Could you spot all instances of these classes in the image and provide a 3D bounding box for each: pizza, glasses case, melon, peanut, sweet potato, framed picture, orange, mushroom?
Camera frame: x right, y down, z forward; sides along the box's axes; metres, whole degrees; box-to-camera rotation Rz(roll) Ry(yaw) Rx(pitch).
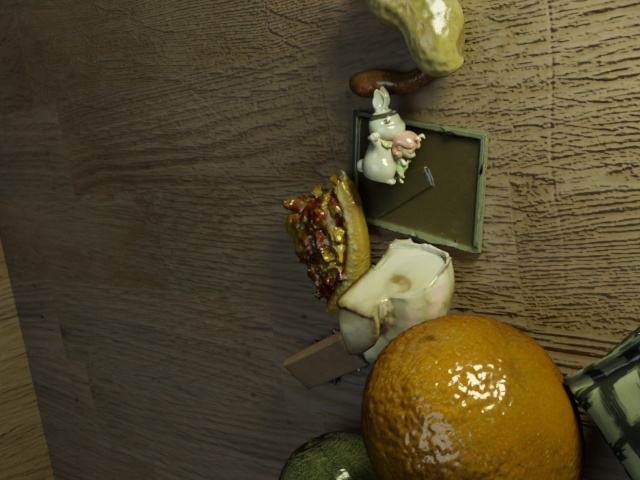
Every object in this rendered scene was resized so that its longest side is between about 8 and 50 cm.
[{"bbox_3d":[0.000,0.000,1.569,0.229,0.081,0.289,33,132,44],"label":"pizza"},{"bbox_3d":[0.028,0.229,1.648,0.102,0.070,0.193,45,136,-12],"label":"glasses case"},{"bbox_3d":[0.053,0.520,1.582,0.249,0.249,0.329,-31,83,47],"label":"melon"},{"bbox_3d":[0.144,-0.354,1.284,0.236,0.120,0.110,64,164,7],"label":"peanut"},{"bbox_3d":[0.129,-0.265,1.382,0.214,0.050,0.050,-1,103,42],"label":"sweet potato"},{"bbox_3d":[0.158,-0.102,1.424,0.281,0.019,0.208,20,117,41],"label":"framed picture"},{"bbox_3d":[0.231,0.286,1.251,0.322,0.322,0.357,-17,116,47],"label":"orange"},{"bbox_3d":[0.151,0.122,1.384,0.162,0.236,0.173,-6,114,36],"label":"mushroom"}]

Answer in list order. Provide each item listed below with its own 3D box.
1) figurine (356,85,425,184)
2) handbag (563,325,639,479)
[{"bbox_3d":[0.121,-0.172,1.387,0.098,0.081,0.146,11,113,-2],"label":"figurine"},{"bbox_3d":[0.518,0.221,1.050,0.327,0.163,0.325,-53,57,39],"label":"handbag"}]
